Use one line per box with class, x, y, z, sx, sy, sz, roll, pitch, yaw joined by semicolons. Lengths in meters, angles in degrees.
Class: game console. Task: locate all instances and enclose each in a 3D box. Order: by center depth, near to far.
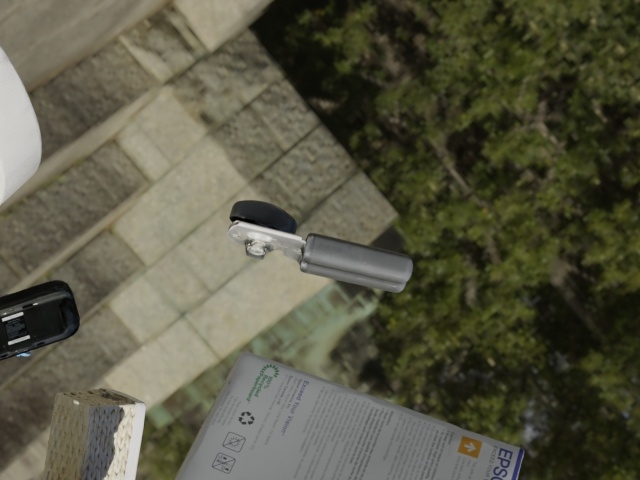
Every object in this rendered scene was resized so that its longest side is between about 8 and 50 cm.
game console;-0.562;0.172;1.852;0.361;0.213;0.044;-19;163;-8

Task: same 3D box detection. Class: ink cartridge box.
ink cartridge box;0.008;0.296;1.168;0.071;0.330;0.324;100;13;-47

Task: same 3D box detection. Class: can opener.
can opener;0.000;0.000;1.743;0.076;0.283;0.095;109;-7;-63

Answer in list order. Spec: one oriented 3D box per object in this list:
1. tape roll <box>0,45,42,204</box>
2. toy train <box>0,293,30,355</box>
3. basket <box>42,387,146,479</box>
tape roll;-0.495;-0.198;1.365;0.072;0.392;0.392;-48;-172;-31
toy train;-0.566;0.141;2.051;0.184;0.105;0.080;34;-83;48
basket;-0.352;0.319;1.793;0.113;0.167;0.103;10;-177;44
